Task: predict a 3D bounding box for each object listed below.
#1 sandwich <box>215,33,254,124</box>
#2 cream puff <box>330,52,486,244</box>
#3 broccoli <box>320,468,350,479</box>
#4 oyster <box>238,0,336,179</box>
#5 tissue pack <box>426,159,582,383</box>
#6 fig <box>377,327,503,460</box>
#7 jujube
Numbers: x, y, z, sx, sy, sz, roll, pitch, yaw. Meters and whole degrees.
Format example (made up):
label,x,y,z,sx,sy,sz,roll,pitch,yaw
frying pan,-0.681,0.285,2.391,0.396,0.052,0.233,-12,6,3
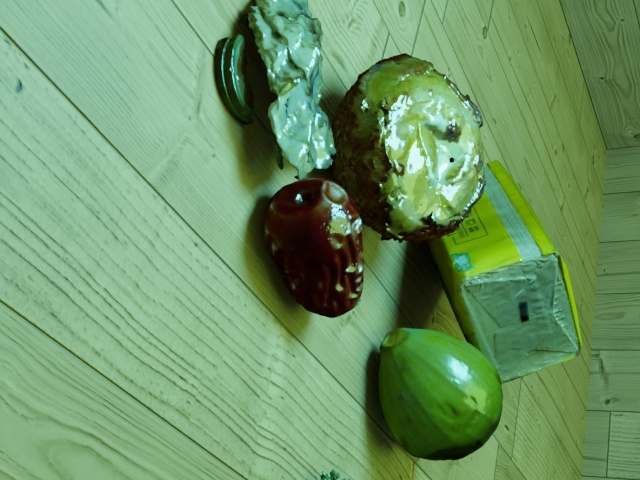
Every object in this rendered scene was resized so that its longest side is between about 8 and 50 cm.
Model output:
label,x,y,z,sx,sy,sz,roll,pitch,yaw
sandwich,-0.124,-0.235,1.274,0.067,0.029,0.135,-40,121,-54
cream puff,0.148,-0.155,1.545,0.350,0.229,0.350,3,85,-36
broccoli,0.115,0.527,1.466,0.361,0.221,0.252,30,25,-56
oyster,-0.030,-0.272,1.331,0.201,0.107,0.354,2,70,-63
tissue pack,0.360,0.055,1.775,0.382,0.228,0.293,-101,169,-57
fig,0.210,0.282,1.624,0.271,0.239,0.239,48,38,-5
jujube,-0.003,0.015,1.347,0.155,0.155,0.230,-54,142,-49
